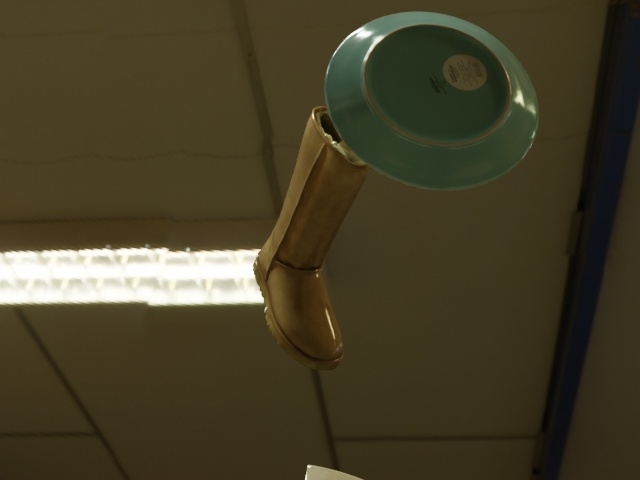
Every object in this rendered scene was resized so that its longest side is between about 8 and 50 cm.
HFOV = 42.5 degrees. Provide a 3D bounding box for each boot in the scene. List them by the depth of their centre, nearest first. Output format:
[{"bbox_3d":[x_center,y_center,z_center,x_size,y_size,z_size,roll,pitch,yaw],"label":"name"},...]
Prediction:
[{"bbox_3d":[0.000,0.000,1.073,0.089,0.236,0.269,-3,-46,-35],"label":"boot"}]

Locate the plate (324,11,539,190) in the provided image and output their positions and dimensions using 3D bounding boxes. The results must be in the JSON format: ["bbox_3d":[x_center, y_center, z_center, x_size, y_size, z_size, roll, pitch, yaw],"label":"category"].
[{"bbox_3d":[0.098,-0.129,0.701,0.188,0.188,0.024,7,-28,-3],"label":"plate"}]

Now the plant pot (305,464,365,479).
[{"bbox_3d":[0.029,0.379,1.111,0.096,0.109,0.109,-3,-57,11],"label":"plant pot"}]
